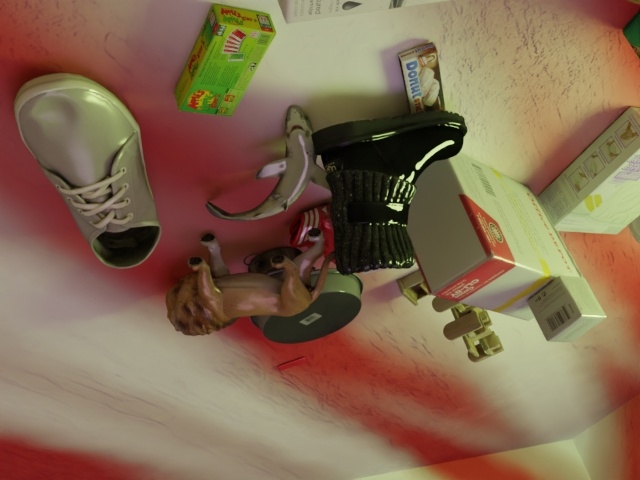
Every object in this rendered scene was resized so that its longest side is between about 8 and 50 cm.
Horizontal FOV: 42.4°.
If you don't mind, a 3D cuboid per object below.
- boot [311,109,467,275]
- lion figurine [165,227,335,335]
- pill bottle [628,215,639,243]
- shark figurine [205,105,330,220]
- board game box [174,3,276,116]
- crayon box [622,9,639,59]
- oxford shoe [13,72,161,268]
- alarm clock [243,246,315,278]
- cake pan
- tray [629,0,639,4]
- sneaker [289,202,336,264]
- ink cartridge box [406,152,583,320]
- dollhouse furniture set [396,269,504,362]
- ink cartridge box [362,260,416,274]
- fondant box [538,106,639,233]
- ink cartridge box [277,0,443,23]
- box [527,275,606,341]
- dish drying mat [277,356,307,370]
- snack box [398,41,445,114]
[{"bbox_3d":[0.144,-0.082,1.457,0.348,0.260,0.131,-12,176,-33],"label":"boot"},{"bbox_3d":[-0.138,0.104,1.691,0.392,0.142,0.240,2,129,9],"label":"lion figurine"},{"bbox_3d":[0.925,-0.069,2.081,0.264,0.146,0.146,-9,149,-16],"label":"pill bottle"},{"bbox_3d":[-0.075,-0.107,1.505,0.166,0.116,0.278,38,115,-17],"label":"shark figurine"},{"bbox_3d":[-0.147,-0.268,1.246,0.092,0.043,0.181,2,144,-31],"label":"board game box"},{"bbox_3d":[0.670,-0.289,1.443,0.165,0.278,0.081,0,146,-30],"label":"crayon box"},{"bbox_3d":[-0.354,-0.095,1.330,0.169,0.130,0.449,-15,149,-4],"label":"oxford shoe"},{"bbox_3d":[-0.102,0.067,1.808,0.129,0.064,0.192,-32,144,22],"label":"alarm clock"},{"bbox_3d":[-0.027,0.170,2.023,0.293,0.054,0.293,-14,149,-8],"label":"cake pan"},{"bbox_3d":[0.693,-0.461,1.381,0.411,0.076,0.203,3,143,-32],"label":"tray"},{"bbox_3d":[0.000,0.000,1.753,0.128,0.087,0.221,-11,138,2],"label":"sneaker"},{"bbox_3d":[0.348,-0.006,1.721,0.160,0.279,0.384,-39,145,29],"label":"ink cartridge box"},{"bbox_3d":[0.316,0.182,2.049,0.161,0.242,0.212,-27,149,14],"label":"dollhouse furniture set"},{"bbox_3d":[0.183,0.003,1.854,0.198,0.067,0.115,-13,149,-12],"label":"ink cartridge box"},{"bbox_3d":[0.686,-0.148,1.869,0.238,0.096,0.330,2,143,-32],"label":"fondant box"},{"bbox_3d":[0.075,-0.409,1.069,0.273,0.115,0.198,-12,149,-13],"label":"ink cartridge box"},{"bbox_3d":[0.498,0.139,1.669,0.087,0.102,0.101,7,140,-36],"label":"box"},{"bbox_3d":[-0.080,0.348,2.330,0.083,0.008,0.032,-18,149,0],"label":"dish drying mat"},{"bbox_3d":[0.179,-0.274,1.443,0.064,0.022,0.178,-19,150,4],"label":"snack box"}]
